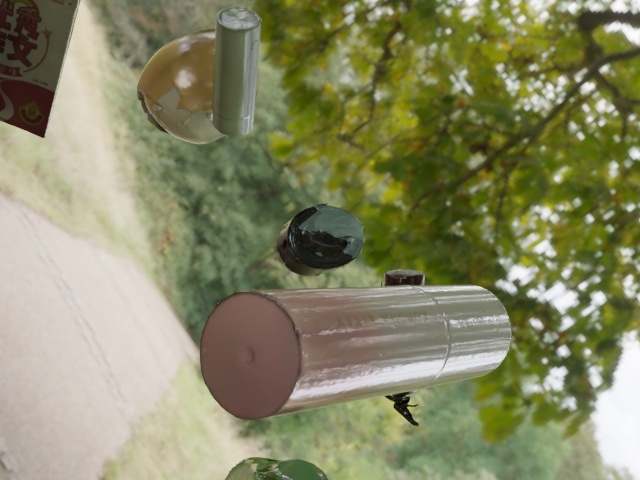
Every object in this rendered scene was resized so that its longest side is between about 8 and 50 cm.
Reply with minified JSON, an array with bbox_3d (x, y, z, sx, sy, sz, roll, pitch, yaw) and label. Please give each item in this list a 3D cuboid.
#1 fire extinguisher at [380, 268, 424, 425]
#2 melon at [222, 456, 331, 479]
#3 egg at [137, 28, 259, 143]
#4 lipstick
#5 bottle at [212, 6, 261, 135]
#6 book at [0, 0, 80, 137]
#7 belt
[{"bbox_3d":[0.080,0.110,1.105,0.078,0.045,0.157,11,-77,53],"label":"fire extinguisher"},{"bbox_3d":[-0.038,0.298,0.958,0.196,0.324,0.124,29,37,13],"label":"melon"},{"bbox_3d":[-0.217,-0.288,1.933,0.201,0.244,0.201,33,-24,17],"label":"egg"},{"bbox_3d":[0.044,0.079,0.821,0.326,0.087,0.087,2,49,-55],"label":"lipstick"},{"bbox_3d":[-0.136,-0.268,1.675,0.072,0.072,0.202,-121,-152,-42],"label":"bottle"},{"bbox_3d":[-0.422,-0.261,1.407,0.162,0.232,0.022,21,35,-6],"label":"book"},{"bbox_3d":[0.000,0.000,1.635,0.058,0.139,0.105,145,-64,-66],"label":"belt"}]
